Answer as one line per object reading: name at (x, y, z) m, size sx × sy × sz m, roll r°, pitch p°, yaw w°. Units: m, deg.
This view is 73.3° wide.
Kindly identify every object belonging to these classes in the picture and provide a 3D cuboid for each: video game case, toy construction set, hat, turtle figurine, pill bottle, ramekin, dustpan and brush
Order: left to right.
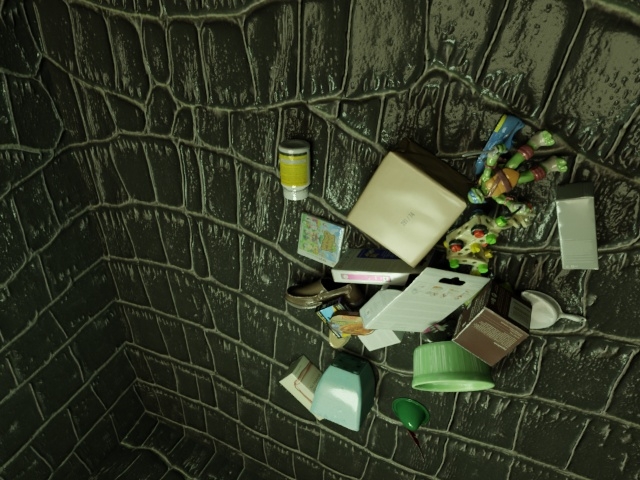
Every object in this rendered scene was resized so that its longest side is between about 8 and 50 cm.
pill bottle at (-0.095, -0.267, 1.631) m, size 0.119 × 0.119 × 0.208 m, roll 14°, pitch 124°, yaw 22°
video game case at (0.000, 0.000, 1.808) m, size 0.194 × 0.023 × 0.212 m, roll 21°, pitch 127°, yaw 17°
hat at (0.412, 0.876, 2.021) m, size 0.209 × 0.183 × 0.172 m, roll 13°, pitch 124°, yaw 23°
ramekin at (0.505, 0.492, 1.669) m, size 0.304 × 0.148 × 0.303 m, roll 1°, pitch 154°, yaw 0°
toy construction set at (0.535, -0.007, 1.398) m, size 0.215 × 0.151 × 0.327 m, roll 21°, pitch 131°, yaw -17°
turtle figurine at (0.560, -0.185, 1.215) m, size 0.266 × 0.275 × 0.197 m, roll -34°, pitch 68°, yaw 5°
dustpan and brush at (0.806, 0.256, 1.500) m, size 0.211 × 0.060 × 0.147 m, roll 15°, pitch 115°, yaw 29°

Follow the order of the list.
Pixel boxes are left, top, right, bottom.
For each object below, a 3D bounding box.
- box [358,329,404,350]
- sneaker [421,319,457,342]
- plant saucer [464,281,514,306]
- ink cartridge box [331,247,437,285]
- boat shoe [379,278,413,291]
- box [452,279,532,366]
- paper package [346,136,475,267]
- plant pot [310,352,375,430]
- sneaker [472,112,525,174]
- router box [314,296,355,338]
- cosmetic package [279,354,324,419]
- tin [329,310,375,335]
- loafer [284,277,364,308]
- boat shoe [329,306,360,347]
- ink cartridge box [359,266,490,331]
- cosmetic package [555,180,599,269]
box at (0.267, 0.377, 1.824) m, size 0.171 × 0.130 × 0.091 m, roll -29°, pitch 103°, yaw 39°
sneaker at (0.466, 0.370, 1.692) m, size 0.077 × 0.179 × 0.071 m, roll -55°, pitch 48°, yaw 50°
plant saucer at (0.636, 0.260, 1.597) m, size 0.188 × 0.045 × 0.188 m, roll -19°, pitch 109°, yaw 36°
ink cartridge box at (0.243, 0.095, 1.630) m, size 0.371 × 0.176 × 0.069 m, roll -2°, pitch 117°, yaw 30°
boat shoe at (0.264, 0.243, 1.754) m, size 0.091 × 0.114 × 0.302 m, roll 39°, pitch 131°, yaw 10°
box at (0.596, 0.287, 1.495) m, size 0.167 × 0.168 × 0.203 m, roll 33°, pitch 129°, yaw 8°
paper package at (0.301, -0.126, 1.466) m, size 0.310 × 0.168 × 0.324 m, roll 36°, pitch 131°, yaw 5°
plant pot at (0.124, 0.687, 2.042) m, size 0.248 × 0.247 × 0.252 m, roll 14°, pitch 107°, yaw 22°
sneaker at (0.535, -0.277, 1.301) m, size 0.082 × 0.069 × 0.209 m, roll 28°, pitch 129°, yaw 7°
router box at (0.081, 0.328, 1.814) m, size 0.133 × 0.046 × 0.179 m, roll -27°, pitch 117°, yaw 29°
cosmetic package at (-0.045, 0.763, 2.233) m, size 0.296 × 0.153 × 0.129 m, roll 43°, pitch 129°, yaw -3°
tin at (0.131, 0.337, 1.758) m, size 0.190 × 0.040 × 0.106 m, roll 5°, pitch 129°, yaw 6°
loafer at (0.009, 0.213, 1.880) m, size 0.366 × 0.133 × 0.130 m, roll -4°, pitch 114°, yaw 20°
boat shoe at (0.093, 0.400, 1.957) m, size 0.109 × 0.098 × 0.302 m, roll 29°, pitch 129°, yaw 11°
ink cartridge box at (0.371, 0.202, 1.572) m, size 0.309 × 0.091 × 0.385 m, roll 11°, pitch 135°, yaw -28°
cosmetic package at (0.765, -0.044, 1.281) m, size 0.107 × 0.127 × 0.237 m, roll -1°, pitch 120°, yaw 31°
